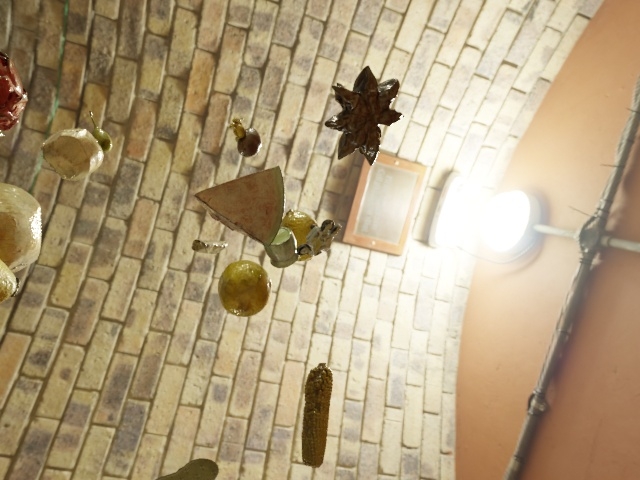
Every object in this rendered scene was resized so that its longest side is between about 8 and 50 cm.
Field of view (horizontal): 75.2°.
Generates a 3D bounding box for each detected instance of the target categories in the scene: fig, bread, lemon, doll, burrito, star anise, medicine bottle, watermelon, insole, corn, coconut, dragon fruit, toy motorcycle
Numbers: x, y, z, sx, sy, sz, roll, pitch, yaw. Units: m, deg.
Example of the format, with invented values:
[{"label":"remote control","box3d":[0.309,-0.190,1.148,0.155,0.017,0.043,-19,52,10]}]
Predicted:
[{"label":"fig","box3d":[-0.888,-0.432,1.682,0.093,0.093,0.166,-170,-94,-79]},{"label":"bread","box3d":[-1.131,0.130,1.378,0.171,0.196,0.197,68,19,-44]},{"label":"lemon","box3d":[-0.348,0.220,1.917,0.284,0.260,0.261,-63,171,-71]},{"label":"doll","box3d":[-0.326,-0.452,1.817,0.145,0.096,0.188,-55,132,-48]},{"label":"burrito","box3d":[-0.542,0.028,2.038,0.082,0.059,0.275,-45,169,6]},{"label":"star anise","box3d":[0.149,-0.390,1.338,0.108,0.315,0.316,32,-72,59]},{"label":"medicine bottle","box3d":[-0.178,0.032,1.879,0.147,0.147,0.143,-91,169,-53]},{"label":"watermelon","box3d":[-0.278,-0.164,1.466,0.251,0.282,0.293,-63,142,-19]},{"label":"insole","box3d":[-0.496,0.874,1.525,0.322,0.109,0.007,-28,179,19]},{"label":"corn","box3d":[-0.012,0.569,1.373,0.097,0.096,0.320,128,-30,-64]},{"label":"coconut","box3d":[-0.894,-0.318,1.515,0.194,0.194,0.195,-166,-90,-79]},{"label":"dragon fruit","box3d":[-0.773,-0.357,0.905,0.193,0.192,0.274,-45,134,-34]},{"label":"coconut","box3d":[-1.309,-0.028,1.596,0.404,0.404,0.405,-166,-90,-79]},{"label":"toy motorcycle","box3d":[0.000,0.000,1.900,0.229,0.151,0.074,-46,-136,11]},{"label":"lemon","box3d":[-0.119,-0.027,2.308,0.253,0.253,0.311,-138,-151,-77]}]
